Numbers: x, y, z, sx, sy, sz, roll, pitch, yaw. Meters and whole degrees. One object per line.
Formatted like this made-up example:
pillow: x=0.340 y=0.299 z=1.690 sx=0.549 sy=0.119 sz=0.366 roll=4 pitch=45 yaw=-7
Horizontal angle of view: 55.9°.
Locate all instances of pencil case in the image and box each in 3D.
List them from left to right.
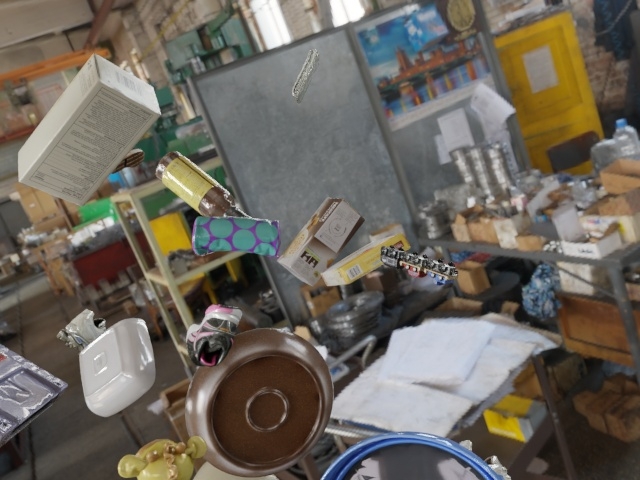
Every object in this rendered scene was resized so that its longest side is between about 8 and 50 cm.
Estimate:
pencil case: x=-0.143 y=-0.005 z=1.040 sx=0.151 sy=0.070 sz=0.064 roll=2 pitch=18 yaw=-11

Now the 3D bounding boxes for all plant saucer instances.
plant saucer: x=-0.111 y=0.333 z=1.207 sx=0.310 sy=0.311 sz=0.050 roll=-25 pitch=14 yaw=-16

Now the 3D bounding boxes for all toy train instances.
toy train: x=0.141 y=0.037 z=0.888 sx=0.027 sy=0.036 sz=0.158 roll=-3 pitch=12 yaw=-33

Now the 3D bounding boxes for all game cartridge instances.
game cartridge: x=-0.640 y=0.272 z=1.147 sx=0.068 sy=0.230 sz=0.355 roll=-53 pitch=5 yaw=-4

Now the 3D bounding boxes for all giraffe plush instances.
giraffe plush: x=-0.260 y=0.405 z=0.988 sx=0.210 sy=0.171 sz=0.181 roll=2 pitch=14 yaw=36

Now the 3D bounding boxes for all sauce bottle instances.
sauce bottle: x=-0.346 y=-0.133 z=1.830 sx=0.111 sy=0.344 sz=0.111 roll=-47 pitch=-14 yaw=-15

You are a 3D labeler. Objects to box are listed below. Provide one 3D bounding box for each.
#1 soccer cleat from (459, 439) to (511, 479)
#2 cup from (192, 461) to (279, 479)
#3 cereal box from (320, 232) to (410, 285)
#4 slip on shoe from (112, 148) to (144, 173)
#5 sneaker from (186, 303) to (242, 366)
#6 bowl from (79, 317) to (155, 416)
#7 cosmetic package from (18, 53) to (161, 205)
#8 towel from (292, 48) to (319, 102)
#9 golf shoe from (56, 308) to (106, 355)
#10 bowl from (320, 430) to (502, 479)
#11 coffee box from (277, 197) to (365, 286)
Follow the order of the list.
soccer cleat: x=0.467 y=0.648 z=1.552 sx=0.143 sy=0.331 sz=0.116 roll=-53 pitch=5 yaw=-30
cup: x=-0.258 y=0.789 z=1.621 sx=0.331 sy=0.331 sz=0.237 roll=-15 pitch=10 yaw=26
cereal box: x=0.101 y=0.050 z=1.458 sx=0.173 sy=0.047 sz=0.240 roll=-30 pitch=1 yaw=-12
slip on shoe: x=-0.508 y=-0.208 z=1.551 sx=0.041 sy=0.051 sz=0.135 roll=28 pitch=35 yaw=13
sneaker: x=-0.181 y=0.170 z=0.968 sx=0.178 sy=0.071 sz=0.077 roll=121 pitch=162 yaw=-52
bowl: x=-0.351 y=0.210 z=1.014 sx=0.142 sy=0.142 sz=0.053 roll=-35 pitch=-34 yaw=18
cosmetic package: x=-0.514 y=-0.236 z=1.333 sx=0.309 sy=0.160 sz=0.113 roll=-41 pitch=49 yaw=20
towel: x=-0.036 y=-0.375 z=1.389 sx=0.113 sy=0.023 sz=0.152 roll=-63 pitch=3 yaw=5
golf shoe: x=-0.457 y=0.206 z=1.230 sx=0.069 sy=0.176 sz=0.086 roll=21 pitch=61 yaw=18
bowl: x=0.168 y=0.527 z=1.057 sx=0.391 sy=0.391 sz=0.077 roll=-18 pitch=-7 yaw=16
coffee box: x=0.000 y=0.000 z=1.751 sx=0.246 sy=0.098 sz=0.141 roll=-52 pitch=20 yaw=-7
